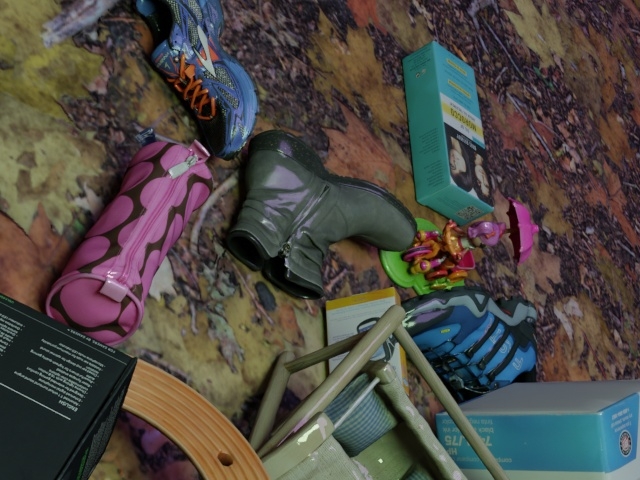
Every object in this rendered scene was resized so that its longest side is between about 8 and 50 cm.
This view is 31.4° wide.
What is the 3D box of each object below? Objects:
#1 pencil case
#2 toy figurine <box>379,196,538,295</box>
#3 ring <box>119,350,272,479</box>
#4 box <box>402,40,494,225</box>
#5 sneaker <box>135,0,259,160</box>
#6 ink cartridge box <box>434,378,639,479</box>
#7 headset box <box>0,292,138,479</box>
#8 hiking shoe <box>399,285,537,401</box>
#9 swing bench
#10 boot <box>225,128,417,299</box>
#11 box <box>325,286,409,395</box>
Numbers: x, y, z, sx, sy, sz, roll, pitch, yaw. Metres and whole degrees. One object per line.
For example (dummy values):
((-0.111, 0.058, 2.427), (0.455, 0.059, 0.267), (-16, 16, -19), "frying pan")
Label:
((-0.165, -0.004, 1.021), (0.095, 0.098, 0.209), (45, 39, -24), "pencil case")
((0.184, 0.001, 1.409), (0.173, 0.159, 0.130), (9, 61, -48), "toy figurine")
((-0.177, 0.198, 0.822), (0.336, 0.032, 0.337), (20, 33, -14), "ring")
((0.175, -0.150, 1.580), (0.100, 0.060, 0.244), (26, 49, -41), "box")
((-0.137, -0.182, 1.204), (0.087, 0.083, 0.221), (-10, 71, -40), "sneaker")
((0.269, 0.301, 1.236), (0.198, 0.197, 0.270), (-6, 90, -53), "ink cartridge box")
((-0.284, 0.146, 0.658), (0.246, 0.131, 0.283), (25, 41, 0), "headset box")
((0.176, 0.131, 1.356), (0.304, 0.113, 0.132), (7, 68, -46), "hiking shoe")
((0.039, 0.246, 1.062), (0.253, 0.165, 0.255), (54, 36, -13), "swing bench")
((0.000, 0.000, 1.262), (0.246, 0.083, 0.161), (29, 54, -31), "boot")
((0.050, 0.122, 1.225), (0.028, 0.081, 0.136), (50, 32, -56), "box")
